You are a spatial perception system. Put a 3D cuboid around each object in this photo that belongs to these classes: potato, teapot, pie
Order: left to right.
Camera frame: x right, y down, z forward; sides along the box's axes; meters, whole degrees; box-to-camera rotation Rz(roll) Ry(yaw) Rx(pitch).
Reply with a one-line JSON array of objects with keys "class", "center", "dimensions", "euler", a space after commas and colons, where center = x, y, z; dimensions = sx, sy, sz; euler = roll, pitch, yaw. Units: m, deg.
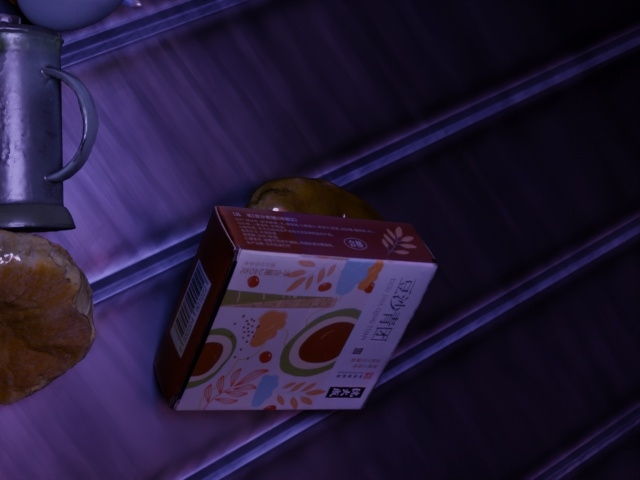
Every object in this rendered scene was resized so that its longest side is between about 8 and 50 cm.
[{"class": "pie", "center": [-0.492, 0.129, 1.804], "dimensions": [0.340, 0.083, 0.339], "euler": [-18, 136, -19]}, {"class": "teapot", "center": [-0.459, -0.180, 1.827], "dimensions": [0.200, 0.271, 0.336], "euler": [0, 87, -62]}, {"class": "potato", "center": [0.000, 0.000, 2.152], "dimensions": [0.369, 0.176, 0.195], "euler": [17, 58, -38]}]

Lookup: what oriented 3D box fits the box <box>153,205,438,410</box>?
[{"class": "box", "center": [-0.046, 0.126, 2.032], "dimensions": [0.385, 0.122, 0.344], "euler": [4, 126, -31]}]

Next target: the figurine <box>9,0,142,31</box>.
[{"class": "figurine", "center": [-0.424, -0.527, 1.880], "dimensions": [0.225, 0.205, 0.381], "euler": [-16, 84, -37]}]
